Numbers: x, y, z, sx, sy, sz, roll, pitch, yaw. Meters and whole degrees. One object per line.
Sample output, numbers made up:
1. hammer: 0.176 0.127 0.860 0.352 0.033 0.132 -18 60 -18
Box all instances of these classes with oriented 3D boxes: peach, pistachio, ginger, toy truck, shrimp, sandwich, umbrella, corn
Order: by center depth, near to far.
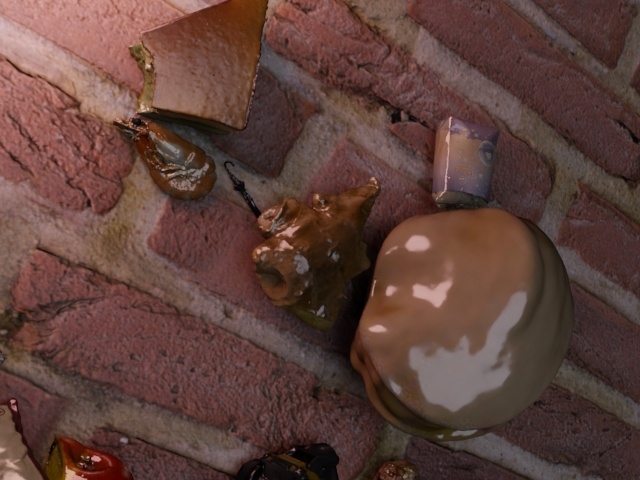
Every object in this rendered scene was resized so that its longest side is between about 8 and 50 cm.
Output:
1. peach: -0.350 0.439 1.022 0.159 0.154 0.267 28 79 -25
2. sandwich: -0.190 -0.288 1.098 0.186 0.108 0.220 11 89 -26
3. shrimp: -0.240 -0.133 1.117 0.184 0.043 0.091 42 78 -21
4. toy truck: -0.038 0.454 1.187 0.165 0.147 0.224 -1 95 -47
5. umbrella: -0.120 -0.068 1.191 0.149 0.022 0.022 63 32 -23
6. ginger: 0.000 0.000 1.195 0.219 0.123 0.270 38 67 -25
7. pistachio: 0.242 0.123 1.222 0.365 0.281 0.445 44 64 8
8. corn: 0.096 0.504 1.272 0.086 0.086 0.253 30 79 -23

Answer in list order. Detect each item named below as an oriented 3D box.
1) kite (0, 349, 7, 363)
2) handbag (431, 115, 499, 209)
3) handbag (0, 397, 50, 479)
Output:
1. kite: -0.525 0.165 1.010 0.160 0.010 0.183 5 90 -25
2. handbag: 0.259 -0.132 1.330 0.117 0.095 0.173 13 78 -19
3. handbag: -0.461 0.343 0.945 0.213 0.235 0.127 -29 138 -24
